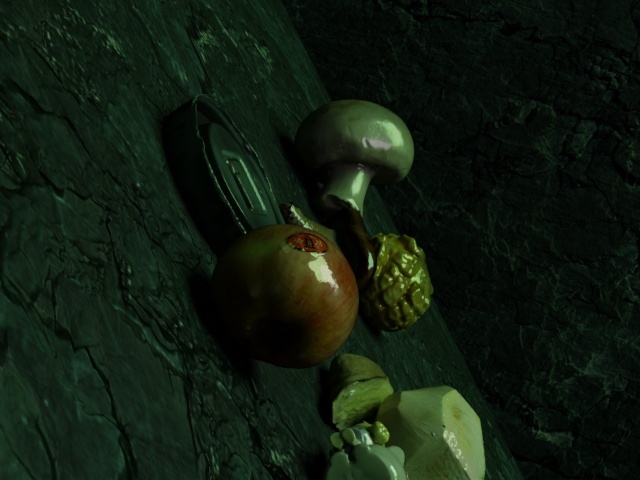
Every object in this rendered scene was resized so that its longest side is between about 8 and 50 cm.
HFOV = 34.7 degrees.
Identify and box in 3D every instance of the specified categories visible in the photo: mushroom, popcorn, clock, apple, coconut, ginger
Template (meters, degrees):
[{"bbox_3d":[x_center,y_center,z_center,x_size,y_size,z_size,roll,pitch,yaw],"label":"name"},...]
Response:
[{"bbox_3d":[0.000,0.000,2.071,0.217,0.148,0.227,30,21,-38],"label":"mushroom"},{"bbox_3d":[0.165,0.093,2.412,0.250,0.190,0.250,-16,90,-85],"label":"popcorn"},{"bbox_3d":[-0.144,-0.079,1.658,0.325,0.067,0.325,60,12,-21],"label":"clock"},{"bbox_3d":[-0.049,0.077,1.397,0.209,0.209,0.164,58,35,-26],"label":"apple"},{"bbox_3d":[0.171,0.356,1.749,0.237,0.197,0.237,30,49,-41],"label":"coconut"},{"bbox_3d":[0.045,0.250,1.748,0.122,0.115,0.193,45,11,22],"label":"ginger"},{"bbox_3d":[0.077,-0.183,2.467,0.297,0.297,0.290,39,53,-65],"label":"mushroom"}]

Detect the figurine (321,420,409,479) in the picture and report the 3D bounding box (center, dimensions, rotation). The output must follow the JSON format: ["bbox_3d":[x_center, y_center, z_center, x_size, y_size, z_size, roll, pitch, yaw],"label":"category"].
[{"bbox_3d":[0.075,0.358,1.543,0.155,0.127,0.235,56,3,16],"label":"figurine"}]
